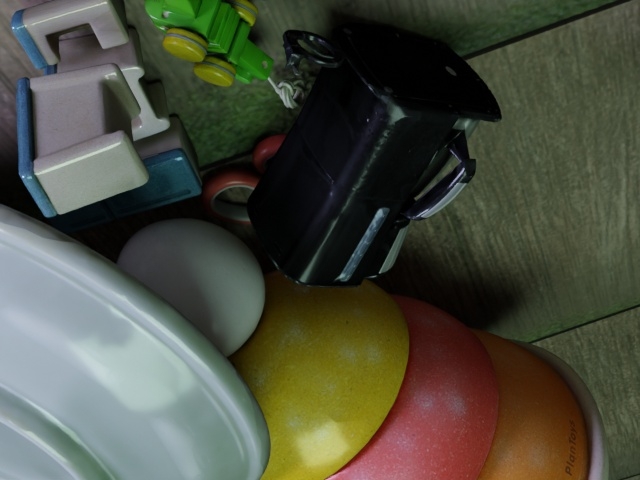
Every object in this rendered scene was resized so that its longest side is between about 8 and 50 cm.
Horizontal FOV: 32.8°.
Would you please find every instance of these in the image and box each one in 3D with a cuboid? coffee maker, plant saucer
[{"bbox_3d":[0.015,-0.064,0.804,0.171,0.120,0.178,19,125,-18],"label":"coffee maker"},{"bbox_3d":[-0.238,0.121,0.828,0.401,0.100,0.400,18,147,13],"label":"plant saucer"}]

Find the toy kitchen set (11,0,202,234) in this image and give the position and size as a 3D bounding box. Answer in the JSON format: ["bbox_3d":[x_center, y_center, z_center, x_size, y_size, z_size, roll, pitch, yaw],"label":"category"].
[{"bbox_3d":[-0.160,-0.044,0.737,0.122,0.166,0.207,-16,144,3],"label":"toy kitchen set"}]

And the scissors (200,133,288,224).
[{"bbox_3d":[0.000,0.000,0.975,0.109,0.021,0.297,-26,143,14],"label":"scissors"}]

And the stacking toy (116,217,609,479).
[{"bbox_3d":[0.004,0.131,0.973,0.351,0.350,0.480,-31,125,22],"label":"stacking toy"}]

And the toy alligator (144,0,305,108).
[{"bbox_3d":[-0.071,-0.136,0.747,0.051,0.056,0.190,15,171,27],"label":"toy alligator"}]
